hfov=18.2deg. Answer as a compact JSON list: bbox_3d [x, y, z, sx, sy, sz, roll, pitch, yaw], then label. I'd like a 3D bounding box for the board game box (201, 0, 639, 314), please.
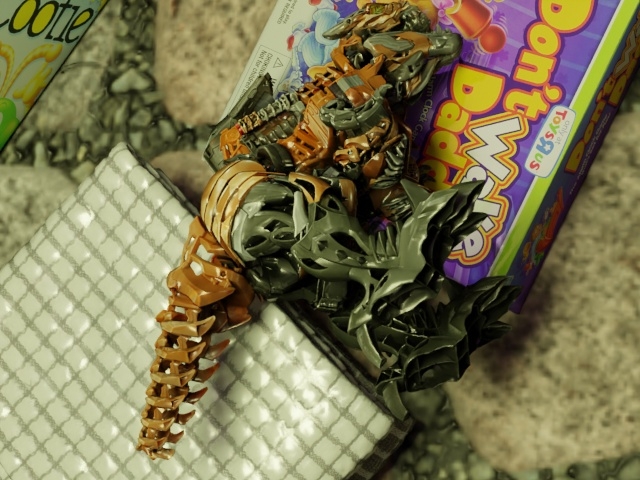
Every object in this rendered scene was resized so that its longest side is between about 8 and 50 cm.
[{"bbox_3d":[0.102,-0.157,1.359,0.233,0.078,0.347,26,90,20],"label":"board game box"}]

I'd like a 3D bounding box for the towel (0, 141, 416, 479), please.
[{"bbox_3d":[-0.108,0.110,1.367,0.283,0.121,0.235,45,98,18],"label":"towel"}]

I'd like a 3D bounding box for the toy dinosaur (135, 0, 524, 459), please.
[{"bbox_3d":[0.000,0.000,1.253,0.218,0.164,0.322,28,94,28],"label":"toy dinosaur"}]

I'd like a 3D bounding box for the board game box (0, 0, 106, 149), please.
[{"bbox_3d":[-0.282,-0.157,1.455,0.144,0.142,0.275,38,94,21],"label":"board game box"}]
